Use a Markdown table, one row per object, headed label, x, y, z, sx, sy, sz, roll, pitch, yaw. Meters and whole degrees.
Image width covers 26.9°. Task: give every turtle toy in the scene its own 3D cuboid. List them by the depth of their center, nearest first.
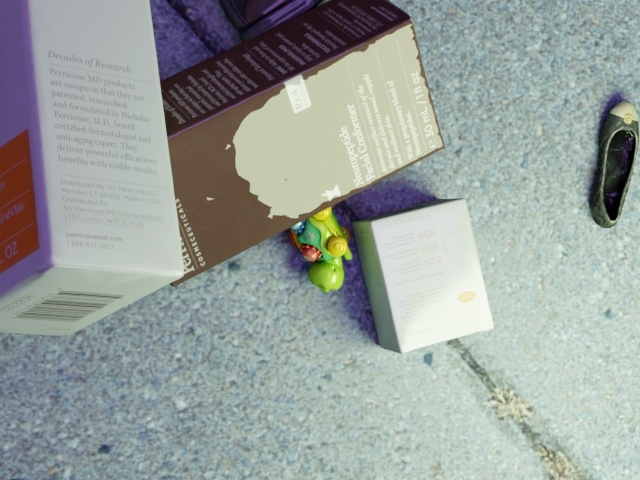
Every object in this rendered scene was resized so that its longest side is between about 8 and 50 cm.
| label | x | y | z | sx | sy | sz | roll | pitch | yaw |
| --- | --- | --- | --- | --- | --- | --- | --- | --- | --- |
| turtle toy | 0.000 | 0.000 | 1.661 | 0.066 | 0.095 | 0.130 | -23 | 97 | 8 |

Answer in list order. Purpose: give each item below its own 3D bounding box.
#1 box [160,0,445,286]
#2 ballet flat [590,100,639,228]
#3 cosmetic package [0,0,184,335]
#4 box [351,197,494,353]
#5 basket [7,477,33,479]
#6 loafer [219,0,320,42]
| label | x | y | z | sx | sy | sz | roll | pitch | yaw |
| --- | --- | --- | --- | --- | --- | --- | --- | --- | --- |
| box | -0.059 | -0.128 | 1.579 | 0.381 | 0.143 | 0.191 | -27 | 126 | -11 |
| ballet flat | 0.398 | -0.100 | 1.778 | 0.057 | 0.049 | 0.173 | 10 | 89 | -16 |
| cosmetic package | -0.294 | -0.148 | 1.412 | 0.161 | 0.230 | 0.453 | 7 | 66 | -41 |
| box | 0.128 | 0.043 | 1.688 | 0.130 | 0.091 | 0.170 | -14 | 94 | -14 |
| basket | -0.281 | 0.408 | 1.516 | 0.255 | 0.201 | 0.289 | 19 | 118 | -15 |
| loafer | 0.010 | -0.354 | 1.645 | 0.302 | 0.109 | 0.095 | -36 | 96 | -8 |
